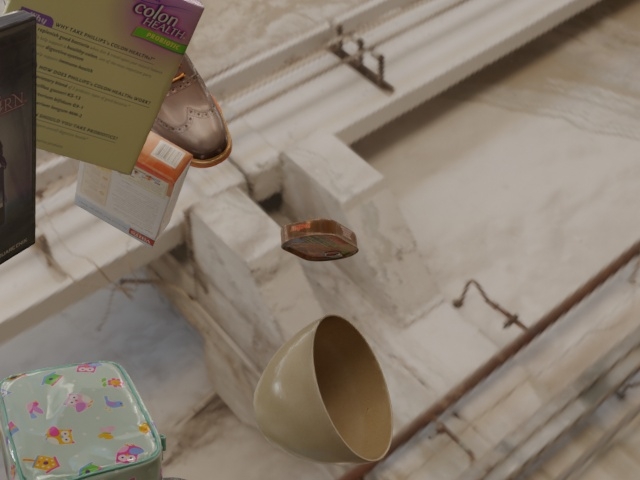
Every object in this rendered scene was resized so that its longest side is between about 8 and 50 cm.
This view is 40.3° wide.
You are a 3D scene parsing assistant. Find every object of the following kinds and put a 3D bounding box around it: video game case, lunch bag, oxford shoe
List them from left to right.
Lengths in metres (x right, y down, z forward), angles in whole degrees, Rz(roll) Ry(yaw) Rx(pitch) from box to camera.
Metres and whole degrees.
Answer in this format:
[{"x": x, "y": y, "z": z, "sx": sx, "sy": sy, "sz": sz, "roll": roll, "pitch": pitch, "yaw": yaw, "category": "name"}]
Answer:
[{"x": -0.348, "y": -0.065, "z": 0.829, "sx": 0.196, "sy": 0.026, "sz": 0.274, "roll": -43, "pitch": -25, "yaw": -49, "category": "video game case"}, {"x": -0.360, "y": 0.301, "z": 1.315, "sx": 0.224, "sy": 0.279, "sz": 0.107, "roll": -6, "pitch": -59, "yaw": -27, "category": "lunch bag"}, {"x": -0.269, "y": -0.275, "z": 1.451, "sx": 0.130, "sy": 0.363, "sz": 0.132, "roll": -33, "pitch": -18, "yaw": -15, "category": "oxford shoe"}]

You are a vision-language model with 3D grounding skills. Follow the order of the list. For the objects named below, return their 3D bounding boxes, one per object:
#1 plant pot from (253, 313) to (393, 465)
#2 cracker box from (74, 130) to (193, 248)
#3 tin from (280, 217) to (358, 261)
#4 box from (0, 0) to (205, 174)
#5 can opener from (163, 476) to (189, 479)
[{"x": -0.014, "y": 0.303, "z": 1.658, "sx": 0.191, "sy": 0.284, "sz": 0.284, "roll": -23, "pitch": -21, "yaw": 25, "category": "plant pot"}, {"x": -0.306, "y": -0.096, "z": 1.405, "sx": 0.067, "sy": 0.156, "sz": 0.232, "roll": -62, "pitch": 4, "yaw": -33, "category": "cracker box"}, {"x": 0.000, "y": 0.000, "z": 1.539, "sx": 0.106, "sy": 0.040, "sz": 0.190, "roll": -8, "pitch": -15, "yaw": 21, "category": "tin"}, {"x": -0.298, "y": -0.234, "z": 1.073, "sx": 0.214, "sy": 0.117, "sz": 0.243, "roll": 15, "pitch": -65, "yaw": -33, "category": "box"}, {"x": -0.139, "y": 0.422, "z": 1.362, "sx": 0.280, "sy": 0.093, "sz": 0.074, "roll": 20, "pitch": -59, "yaw": -24, "category": "can opener"}]
